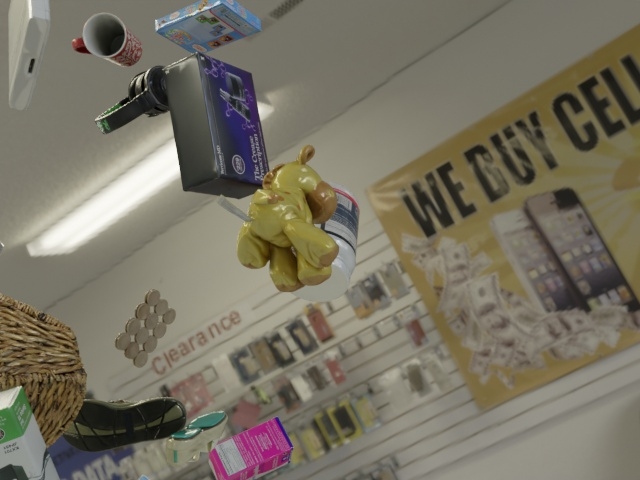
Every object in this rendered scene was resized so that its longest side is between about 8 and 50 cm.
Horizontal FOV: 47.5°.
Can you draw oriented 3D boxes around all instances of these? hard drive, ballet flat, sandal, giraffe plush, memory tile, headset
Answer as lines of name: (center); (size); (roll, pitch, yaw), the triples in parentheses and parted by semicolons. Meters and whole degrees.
hard drive: (-0.648, -0.487, 1.608); (0.047, 0.353, 0.233); (7, -46, -31)
ballet flat: (-0.282, 0.458, 1.671); (0.086, 0.086, 0.248); (-30, -8, 16)
sandal: (-0.464, 0.427, 1.712); (0.302, 0.120, 0.086); (-1, -1, -3)
giraffe plush: (-0.045, -0.048, 1.158); (0.181, 0.210, 0.170); (-22, 27, 43)
memory tile: (-0.369, 0.185, 1.537); (0.148, 0.012, 0.113); (-59, -35, -25)
headset: (-0.466, -0.413, 2.131); (0.394, 0.185, 0.243); (-39, 22, -18)

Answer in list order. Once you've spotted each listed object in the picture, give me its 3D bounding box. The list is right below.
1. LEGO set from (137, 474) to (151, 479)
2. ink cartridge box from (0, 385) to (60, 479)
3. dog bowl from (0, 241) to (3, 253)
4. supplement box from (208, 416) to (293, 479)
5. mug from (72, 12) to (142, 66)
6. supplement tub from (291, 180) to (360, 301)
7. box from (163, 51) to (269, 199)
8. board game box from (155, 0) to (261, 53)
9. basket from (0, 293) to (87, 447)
LEGO set: (-0.326, 0.625, 1.476); (0.182, 0.244, 0.060); (-51, 2, -27)
ink cartridge box: (-0.490, 0.347, 1.088); (0.153, 0.209, 0.087); (-19, 15, -9)
dog bowl: (-0.955, 0.099, 1.863); (0.348, 0.102, 0.349); (-37, 24, 20)
supplement box: (-0.201, 0.616, 2.093); (0.220, 0.114, 0.111); (-19, -34, -22)
mug: (-0.552, -0.523, 1.904); (0.169, 0.150, 0.113); (-33, -39, -85)
supplement tub: (0.000, 0.000, 1.863); (0.191, 0.191, 0.272); (-34, 34, 37)
box: (-0.209, -0.229, 1.495); (0.103, 0.261, 0.184); (-17, -11, 32)
board game box: (-0.281, -0.538, 1.824); (0.211, 0.039, 0.160); (-13, -16, 28)
basket: (-0.588, 0.260, 1.386); (0.213, 0.223, 0.299); (6, -49, -46)
